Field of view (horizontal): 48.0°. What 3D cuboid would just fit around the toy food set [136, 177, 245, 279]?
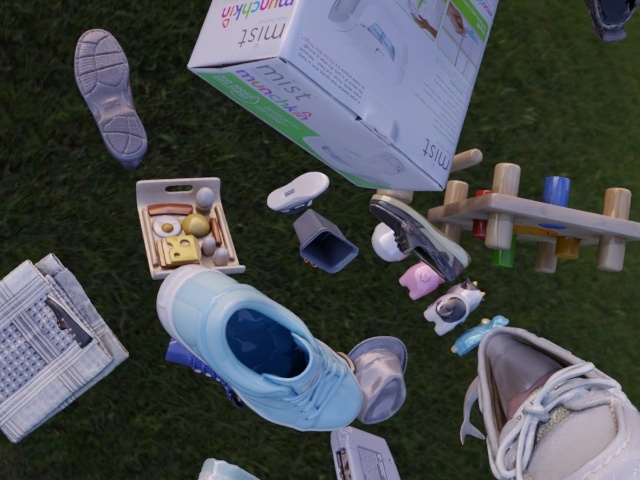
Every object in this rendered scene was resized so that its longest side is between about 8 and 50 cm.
[{"bbox_3d":[-0.327,-0.035,1.792,0.220,0.092,0.306,-4,50,-21],"label":"toy food set"}]

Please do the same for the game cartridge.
[{"bbox_3d":[0.122,0.582,1.646,0.196,0.060,0.294,28,36,-38],"label":"game cartridge"}]

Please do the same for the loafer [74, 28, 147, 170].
[{"bbox_3d":[-0.430,-0.282,1.468,0.109,0.095,0.302,-16,75,-17],"label":"loafer"}]

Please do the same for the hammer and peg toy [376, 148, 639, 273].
[{"bbox_3d":[0.276,-0.035,1.111,0.362,0.266,0.127,11,84,-13],"label":"hammer and peg toy"}]

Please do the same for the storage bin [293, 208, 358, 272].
[{"bbox_3d":[0.000,0.000,1.550,0.098,0.091,0.135,-42,137,15],"label":"storage bin"}]

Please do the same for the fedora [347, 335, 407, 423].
[{"bbox_3d":[0.162,0.420,2.057,0.244,0.124,0.275,10,116,-34],"label":"fedora"}]

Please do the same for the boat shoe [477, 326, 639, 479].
[{"bbox_3d":[0.174,0.136,0.556,0.118,0.320,0.103,-40,86,11],"label":"boat shoe"}]

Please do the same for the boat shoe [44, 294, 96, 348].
[{"bbox_3d":[-0.529,0.169,1.498,0.133,0.049,0.042,46,74,-3],"label":"boat shoe"}]

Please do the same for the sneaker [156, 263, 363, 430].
[{"bbox_3d":[-0.045,0.168,0.912,0.366,0.150,0.135,39,79,-37],"label":"sneaker"}]

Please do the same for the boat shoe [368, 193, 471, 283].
[{"bbox_3d":[0.121,-0.003,0.925,0.152,0.056,0.049,35,76,7],"label":"boat shoe"}]

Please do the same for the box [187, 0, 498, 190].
[{"bbox_3d":[0.040,-0.201,0.691,0.262,0.127,0.231,29,75,-46],"label":"box"}]

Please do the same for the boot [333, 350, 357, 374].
[{"bbox_3d":[-0.025,0.249,1.578,0.137,0.198,0.076,36,77,-37],"label":"boot"}]

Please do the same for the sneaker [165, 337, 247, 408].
[{"bbox_3d":[-0.230,0.315,1.797,0.316,0.127,0.182,8,43,-9],"label":"sneaker"}]

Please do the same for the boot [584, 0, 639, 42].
[{"bbox_3d":[0.206,-0.311,0.545,0.091,0.229,0.262,-10,126,5],"label":"boot"}]

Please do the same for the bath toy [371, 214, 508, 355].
[{"bbox_3d":[0.262,0.081,1.606,0.348,0.129,0.151,51,24,3],"label":"bath toy"}]

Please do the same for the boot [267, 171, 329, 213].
[{"bbox_3d":[-0.044,-0.124,1.914,0.086,0.190,0.069,20,57,-55],"label":"boot"}]

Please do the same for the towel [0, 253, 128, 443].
[{"bbox_3d":[-0.634,0.229,1.580,0.324,0.056,0.312,-39,82,-7],"label":"towel"}]

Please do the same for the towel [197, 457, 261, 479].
[{"bbox_3d":[-0.175,0.658,1.481,0.374,0.090,0.320,54,40,-48],"label":"towel"}]

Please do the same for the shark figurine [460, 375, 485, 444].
[{"bbox_3d":[0.428,0.382,1.862,0.278,0.166,0.116,-46,153,6],"label":"shark figurine"}]
